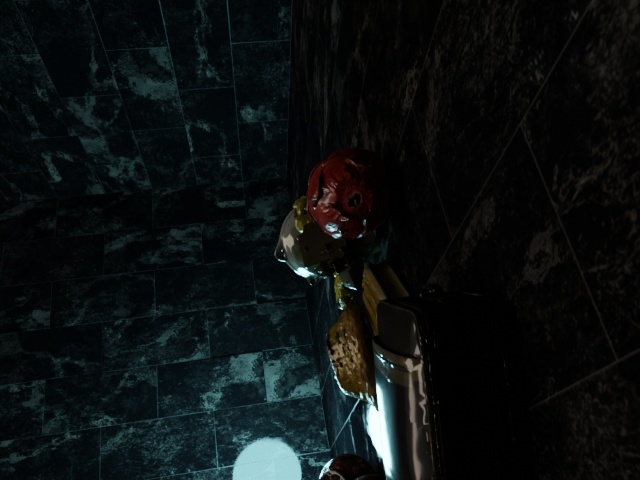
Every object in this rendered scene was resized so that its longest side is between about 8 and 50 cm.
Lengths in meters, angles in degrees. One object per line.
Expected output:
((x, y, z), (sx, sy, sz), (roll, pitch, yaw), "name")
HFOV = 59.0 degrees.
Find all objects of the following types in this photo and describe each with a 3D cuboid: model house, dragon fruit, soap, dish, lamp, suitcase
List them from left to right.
((0.000, 0.000, 1.989), (0.120, 0.303, 0.303), (0, 97, 59), "dish")
((0.064, 0.041, 1.567), (0.243, 0.211, 0.204), (-87, -26, -69), "model house")
((0.103, 0.890, 2.025), (0.247, 0.247, 0.247), (174, 90, -82), "lamp")
((0.076, -0.119, 1.424), (0.252, 0.241, 0.241), (-173, 77, -65), "dragon fruit")
((0.172, 0.178, 1.424), (0.274, 0.089, 0.173), (-114, 18, -66), "soap")
((0.201, 0.289, 0.944), (0.283, 0.194, 0.434), (173, 92, -82), "suitcase")

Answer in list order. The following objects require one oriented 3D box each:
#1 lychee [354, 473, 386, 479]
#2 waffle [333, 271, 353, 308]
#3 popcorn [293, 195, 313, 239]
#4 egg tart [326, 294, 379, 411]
((0.154, 0.761, 1.519), (0.300, 0.255, 0.255), (51, -177, -20), "lychee")
((0.082, 0.142, 2.185), (0.229, 0.051, 0.232), (96, 167, -67), "waffle")
((0.035, -0.057, 1.805), (0.252, 0.215, 0.286), (-16, 70, 37), "popcorn")
((0.103, 0.327, 1.589), (0.341, 0.129, 0.341), (-20, -90, -80), "egg tart")
